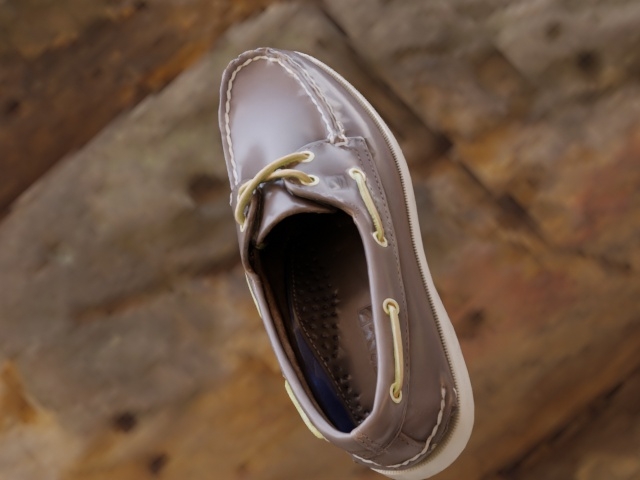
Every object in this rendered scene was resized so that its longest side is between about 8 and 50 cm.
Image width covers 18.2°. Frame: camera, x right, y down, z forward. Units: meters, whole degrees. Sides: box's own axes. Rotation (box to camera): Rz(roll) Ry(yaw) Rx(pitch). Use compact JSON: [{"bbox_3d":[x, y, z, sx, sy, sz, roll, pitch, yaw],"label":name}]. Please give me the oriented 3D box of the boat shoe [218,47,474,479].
[{"bbox_3d":[0.000,0.000,1.287,0.116,0.324,0.097,-30,-28,21],"label":"boat shoe"}]
